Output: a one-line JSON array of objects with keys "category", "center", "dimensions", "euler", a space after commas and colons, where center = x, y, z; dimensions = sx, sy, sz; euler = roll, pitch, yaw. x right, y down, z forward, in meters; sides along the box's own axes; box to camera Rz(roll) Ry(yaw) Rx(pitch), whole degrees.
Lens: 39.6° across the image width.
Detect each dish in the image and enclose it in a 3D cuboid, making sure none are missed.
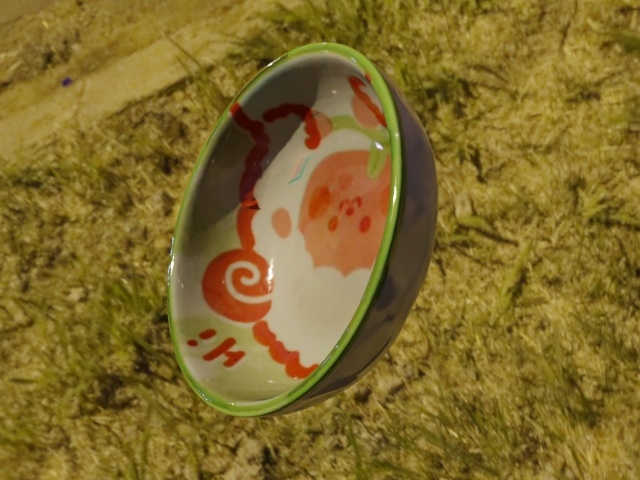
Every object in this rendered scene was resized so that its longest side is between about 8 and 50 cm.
[{"category": "dish", "center": [0.000, 0.000, 0.782], "dimensions": [0.324, 0.124, 0.324], "euler": [-24, 58, 45]}]
